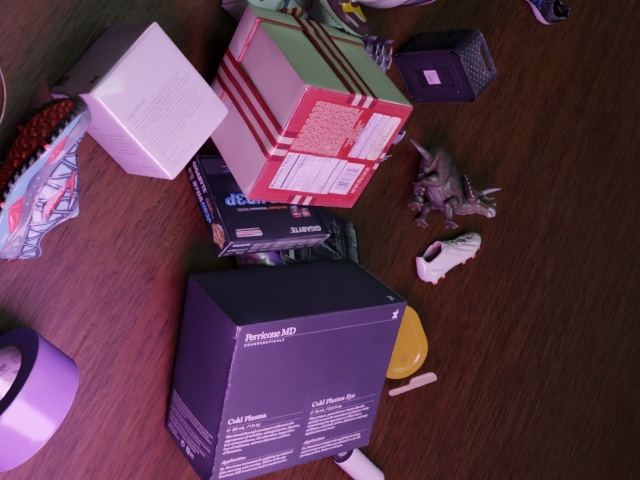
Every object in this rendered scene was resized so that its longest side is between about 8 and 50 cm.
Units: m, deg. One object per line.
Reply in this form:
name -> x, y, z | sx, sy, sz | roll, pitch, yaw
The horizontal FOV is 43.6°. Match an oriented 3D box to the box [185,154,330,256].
box -> -0.108, -0.066, 1.398 | 0.220, 0.051, 0.175 | -5, 63, -41

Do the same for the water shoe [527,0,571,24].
water shoe -> 0.528, -0.596, 1.906 | 0.203, 0.080, 0.073 | 33, 75, -39

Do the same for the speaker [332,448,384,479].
speaker -> 0.082, 0.483, 1.710 | 0.055, 0.055, 0.136 | -55, 127, -20

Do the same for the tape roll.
tape roll -> -0.438, 0.221, 1.123 | 0.080, 0.189, 0.189 | 49, 66, -34

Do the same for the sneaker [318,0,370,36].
sneaker -> 0.033, -0.427, 1.333 | 0.185, 0.084, 0.069 | 48, 24, -10

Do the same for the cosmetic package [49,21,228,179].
cosmetic package -> -0.275, -0.211, 1.220 | 0.151, 0.151, 0.184 | -54, 128, -20

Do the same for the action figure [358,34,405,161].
action figure -> 0.084, -0.253, 1.566 | 0.185, 0.099, 0.285 | -7, 105, -46

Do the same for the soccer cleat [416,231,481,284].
soccer cleat -> 0.293, 0.024, 1.815 | 0.196, 0.068, 0.076 | -34, 115, -29

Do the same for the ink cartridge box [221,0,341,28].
ink cartridge box -> -0.050, -0.413, 1.424 | 0.212, 0.093, 0.154 | 39, 72, -36

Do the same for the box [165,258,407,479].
box -> -0.062, 0.216, 1.388 | 0.343, 0.179, 0.313 | -4, 118, -36

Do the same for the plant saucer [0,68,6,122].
plant saucer -> -0.529, -0.201, 1.077 | 0.198, 0.036, 0.199 | -8, 103, -41

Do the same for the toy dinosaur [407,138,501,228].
toy dinosaur -> 0.256, -0.129, 1.745 | 0.313, 0.121, 0.160 | 45, 56, -32

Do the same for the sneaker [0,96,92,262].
sneaker -> -0.398, -0.085, 1.158 | 0.125, 0.104, 0.262 | 27, 102, -48

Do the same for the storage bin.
storage bin -> 0.254, -0.355, 1.639 | 0.084, 0.180, 0.122 | -47, 124, -26

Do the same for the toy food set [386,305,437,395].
toy food set -> 0.159, 0.224, 1.736 | 0.128, 0.071, 0.218 | -24, 112, -10

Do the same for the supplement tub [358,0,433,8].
supplement tub -> 0.136, -0.522, 1.452 | 0.272, 0.191, 0.191 | -32, 119, -59

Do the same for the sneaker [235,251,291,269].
sneaker -> -0.063, 0.049, 1.495 | 0.236, 0.095, 0.105 | 43, 64, -43

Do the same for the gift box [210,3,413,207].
gift box -> -0.028, -0.214, 1.331 | 0.276, 0.258, 0.255 | 7, 129, -42

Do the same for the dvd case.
dvd case -> 0.000, 0.000, 1.527 | 0.221, 0.018, 0.165 | 28, 44, -41
